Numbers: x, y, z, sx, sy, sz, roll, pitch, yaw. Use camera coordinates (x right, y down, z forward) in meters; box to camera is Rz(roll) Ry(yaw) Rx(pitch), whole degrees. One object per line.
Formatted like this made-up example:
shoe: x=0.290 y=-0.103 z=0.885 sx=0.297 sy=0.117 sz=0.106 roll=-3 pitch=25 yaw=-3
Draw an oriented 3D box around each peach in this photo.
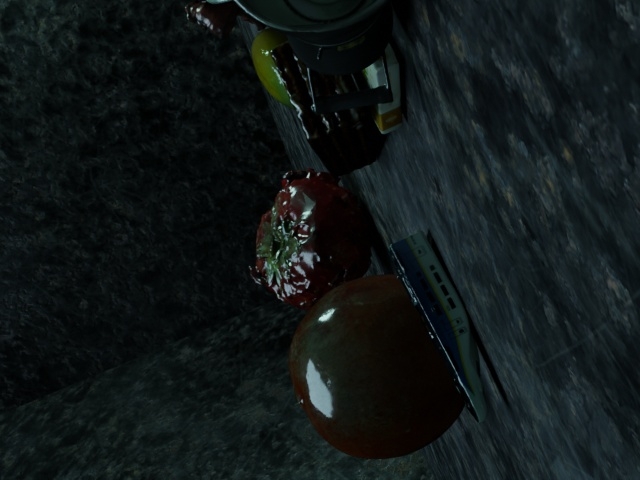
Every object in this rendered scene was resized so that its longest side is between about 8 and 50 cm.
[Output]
peach: x=0.076 y=0.174 z=1.228 sx=0.252 sy=0.252 sz=0.252 roll=157 pitch=90 yaw=-87

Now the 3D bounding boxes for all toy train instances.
toy train: x=0.153 y=0.103 z=1.059 sx=0.234 sy=0.051 sz=0.052 roll=63 pitch=176 yaw=15

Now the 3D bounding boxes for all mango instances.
mango: x=-0.061 y=-0.304 z=1.575 sx=0.195 sy=0.092 sz=0.130 roll=51 pitch=163 yaw=48

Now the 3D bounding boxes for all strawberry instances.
strawberry: x=0.000 y=0.000 z=1.671 sx=0.274 sy=0.220 sz=0.274 roll=-13 pitch=74 yaw=54

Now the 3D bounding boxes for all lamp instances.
lamp: x=-0.162 y=-0.463 z=1.479 sx=0.151 sy=0.215 sz=0.223 roll=34 pitch=129 yaw=19
lamp: x=0.006 y=-0.213 z=0.725 sx=0.227 sy=0.147 sz=0.172 roll=32 pitch=-132 yaw=-82

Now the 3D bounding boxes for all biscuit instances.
biscuit: x=0.014 y=-0.153 z=1.071 sx=0.388 sy=0.073 sz=0.107 roll=28 pitch=-140 yaw=-85

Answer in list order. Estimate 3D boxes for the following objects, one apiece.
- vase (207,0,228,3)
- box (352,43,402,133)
vase: x=-0.152 y=-0.460 z=1.087 sx=0.299 sy=0.143 sz=0.143 roll=61 pitch=-179 yaw=-30
box: x=0.031 y=-0.231 z=0.931 sx=0.122 sy=0.032 sz=0.220 roll=75 pitch=172 yaw=-66
